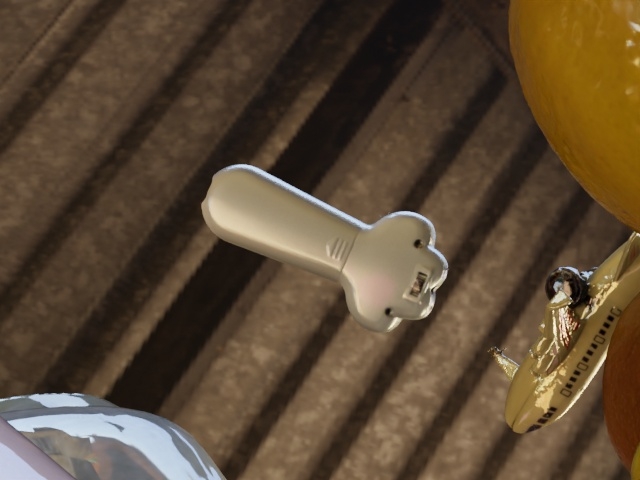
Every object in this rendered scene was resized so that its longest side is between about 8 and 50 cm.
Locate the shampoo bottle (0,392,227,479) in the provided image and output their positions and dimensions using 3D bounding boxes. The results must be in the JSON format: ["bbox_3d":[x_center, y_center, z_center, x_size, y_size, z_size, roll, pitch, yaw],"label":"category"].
[{"bbox_3d":[-0.163,0.248,0.684,0.322,0.322,0.317,-3,-107,-35],"label":"shampoo bottle"}]

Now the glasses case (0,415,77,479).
[{"bbox_3d":[-0.134,0.074,0.399,0.297,0.113,0.075,40,-99,1],"label":"glasses case"}]

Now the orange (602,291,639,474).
[{"bbox_3d":[0.363,0.124,1.092,0.264,0.264,0.264,-4,-83,-35],"label":"orange"}]

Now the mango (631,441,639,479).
[{"bbox_3d":[0.267,0.134,0.832,0.161,0.103,0.076,-15,-62,-20],"label":"mango"}]

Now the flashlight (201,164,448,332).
[{"bbox_3d":[0.000,0.000,0.990,0.093,0.200,0.047,-67,-20,2],"label":"flashlight"}]

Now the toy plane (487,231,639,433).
[{"bbox_3d":[0.258,0.087,1.293,0.256,0.104,0.242,-48,-26,27],"label":"toy plane"}]

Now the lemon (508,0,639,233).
[{"bbox_3d":[0.228,-0.108,0.723,0.236,0.236,0.263,13,-125,-35],"label":"lemon"}]
